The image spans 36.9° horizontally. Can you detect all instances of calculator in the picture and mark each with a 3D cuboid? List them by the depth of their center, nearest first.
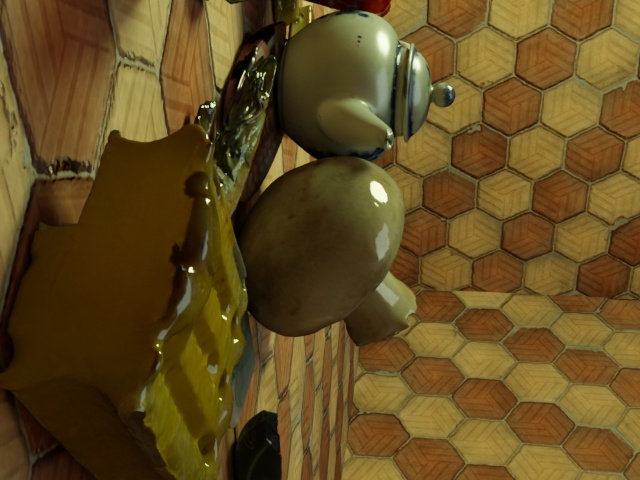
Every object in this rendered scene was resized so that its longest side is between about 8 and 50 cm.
[{"bbox_3d":[-0.101,-0.202,1.492,0.329,0.048,0.220,-73,165,-54],"label":"calculator"}]

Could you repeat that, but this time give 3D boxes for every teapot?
[{"bbox_3d":[0.079,-0.245,1.562,0.424,0.280,0.252,-74,166,-59],"label":"teapot"}]

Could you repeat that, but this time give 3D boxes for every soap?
[{"bbox_3d":[-0.144,0.075,0.843,0.281,0.143,0.259,80,19,-57],"label":"soap"}]

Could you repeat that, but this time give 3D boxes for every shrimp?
[{"bbox_3d":[-0.121,-0.150,1.255,0.169,0.058,0.295,70,32,-62],"label":"shrimp"}]

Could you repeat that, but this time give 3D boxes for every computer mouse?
[{"bbox_3d":[-0.106,0.367,1.539,0.126,0.071,0.231,-101,-164,-51],"label":"computer mouse"}]

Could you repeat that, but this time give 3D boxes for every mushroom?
[{"bbox_3d":[0.027,0.025,1.465,0.290,0.298,0.297,36,41,-25],"label":"mushroom"}]

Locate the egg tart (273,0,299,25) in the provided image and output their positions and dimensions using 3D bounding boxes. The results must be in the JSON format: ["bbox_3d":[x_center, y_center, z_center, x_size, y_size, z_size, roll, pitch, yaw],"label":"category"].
[{"bbox_3d":[-0.061,-0.432,1.743,0.105,0.039,0.105,1,90,-84],"label":"egg tart"}]

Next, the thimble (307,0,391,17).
[{"bbox_3d":[0.039,-0.561,1.596,0.350,0.231,0.350,-169,-90,-89],"label":"thimble"}]

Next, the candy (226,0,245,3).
[{"bbox_3d":[-0.121,-0.451,1.191,0.091,0.083,0.305,-52,135,-75],"label":"candy"}]

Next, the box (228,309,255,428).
[{"bbox_3d":[-0.133,0.127,1.348,0.142,0.044,0.285,-74,164,-47],"label":"box"}]

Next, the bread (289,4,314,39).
[{"bbox_3d":[-0.038,-0.347,1.906,0.088,0.049,0.226,69,23,-72],"label":"bread"}]
